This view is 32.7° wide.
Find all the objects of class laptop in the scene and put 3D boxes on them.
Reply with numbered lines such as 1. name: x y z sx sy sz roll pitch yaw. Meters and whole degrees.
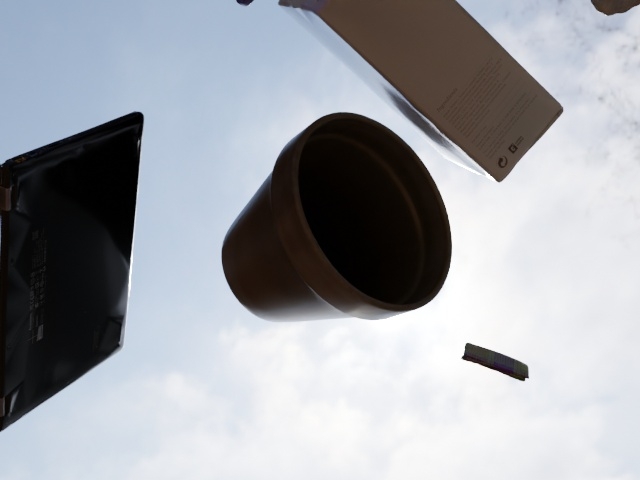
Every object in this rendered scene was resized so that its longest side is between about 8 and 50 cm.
1. laptop: -0.454 0.025 1.406 0.236 0.408 0.382 22 -60 22

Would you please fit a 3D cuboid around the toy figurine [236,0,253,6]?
1. toy figurine: -0.106 -0.411 1.418 0.191 0.217 0.362 19 -9 -41

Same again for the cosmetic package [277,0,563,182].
1. cosmetic package: 0.141 -0.272 1.592 0.385 0.217 0.156 41 -90 -25

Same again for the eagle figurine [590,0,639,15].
1. eagle figurine: 0.460 -0.435 1.393 0.298 0.226 0.225 -13 -17 -31

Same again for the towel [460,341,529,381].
1. towel: 0.210 0.146 1.313 0.083 0.060 0.009 19 -76 5

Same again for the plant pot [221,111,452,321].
1. plant pot: 0.000 0.000 1.721 0.323 0.323 0.280 30 -38 -28
